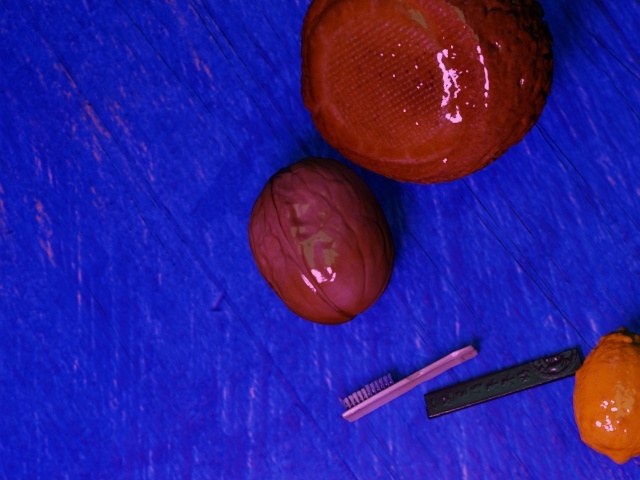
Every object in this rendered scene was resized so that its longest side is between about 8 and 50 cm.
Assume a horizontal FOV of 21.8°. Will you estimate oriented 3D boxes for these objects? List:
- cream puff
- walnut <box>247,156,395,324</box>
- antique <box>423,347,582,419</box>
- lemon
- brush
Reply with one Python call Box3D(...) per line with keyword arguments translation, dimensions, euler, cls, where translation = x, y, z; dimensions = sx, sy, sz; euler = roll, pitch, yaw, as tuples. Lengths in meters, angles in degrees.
Box3D(translation=(0.135, -0.213, 1.964), dimensions=(0.303, 0.212, 0.303), euler=(13, 114, 30), cls="cream puff")
Box3D(translation=(0.000, 0.000, 1.977), dimensions=(0.167, 0.167, 0.207), euler=(-28, 72, 5), cls="walnut")
Box3D(translation=(0.213, 0.168, 1.952), dimensions=(0.192, 0.015, 0.031), euler=(-18, 71, 9), cls="antique")
Box3D(translation=(0.339, 0.173, 1.867), dimensions=(0.114, 0.114, 0.155), euler=(2, 74, 15), cls="lemon")
Box3D(translation=(0.103, 0.163, 1.974), dimensions=(0.178, 0.033, 0.030), euler=(-29, 56, 5), cls="brush")
